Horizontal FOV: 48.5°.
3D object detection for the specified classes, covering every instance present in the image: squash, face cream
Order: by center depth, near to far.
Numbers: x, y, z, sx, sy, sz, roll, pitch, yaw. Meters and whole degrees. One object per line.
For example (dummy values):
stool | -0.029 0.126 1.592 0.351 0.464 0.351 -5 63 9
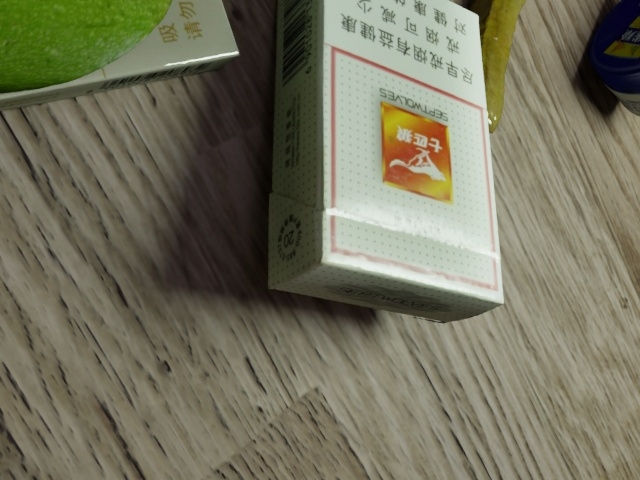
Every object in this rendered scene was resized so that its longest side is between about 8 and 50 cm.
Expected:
squash | -0.237 -0.163 0.517 0.111 0.203 0.288 69 22 -6
face cream | 0.477 -0.263 0.944 0.111 0.206 0.206 41 64 -24

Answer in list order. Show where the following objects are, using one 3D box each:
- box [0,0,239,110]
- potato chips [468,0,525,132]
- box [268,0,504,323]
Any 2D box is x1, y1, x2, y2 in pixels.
box | -0.257 -0.207 0.559 0.365 0.051 0.205 -21 95 -33
potato chips | 0.231 -0.297 0.871 0.057 0.080 0.407 45 59 -37
box | 0.062 -0.100 0.692 0.210 0.095 0.331 13 64 -30
